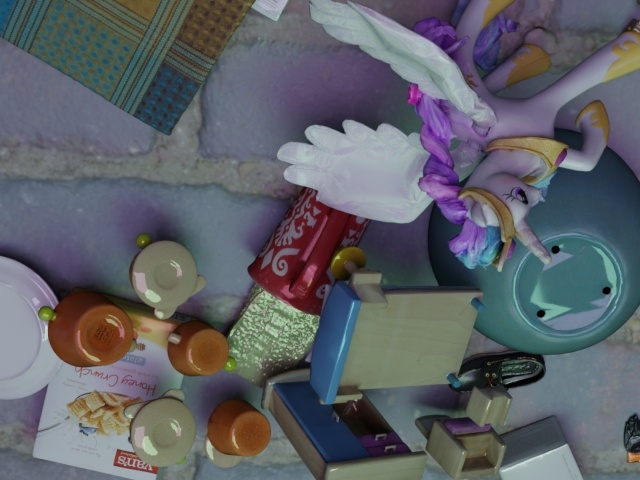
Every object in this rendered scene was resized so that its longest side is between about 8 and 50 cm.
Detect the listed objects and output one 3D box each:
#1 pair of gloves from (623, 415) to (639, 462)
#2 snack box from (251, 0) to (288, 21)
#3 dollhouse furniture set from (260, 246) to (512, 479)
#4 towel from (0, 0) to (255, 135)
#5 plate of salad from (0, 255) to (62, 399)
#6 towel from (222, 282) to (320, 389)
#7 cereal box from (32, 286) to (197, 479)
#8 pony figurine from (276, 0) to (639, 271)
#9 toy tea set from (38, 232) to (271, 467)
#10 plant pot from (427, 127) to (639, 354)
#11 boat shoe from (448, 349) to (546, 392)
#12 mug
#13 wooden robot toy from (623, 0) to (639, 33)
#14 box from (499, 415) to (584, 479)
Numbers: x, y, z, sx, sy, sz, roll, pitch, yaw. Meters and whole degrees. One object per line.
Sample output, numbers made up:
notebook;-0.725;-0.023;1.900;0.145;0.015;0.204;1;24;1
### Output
pair of gloves;0.459;0.271;1.631;0.083;0.010;0.074;-5;109;4
snack box;-0.050;-0.441;1.376;0.187;0.060;0.322;30;106;-9
dollhouse furniture set;0.093;0.126;1.467;0.286;0.198;0.303;-2;119;-28
towel;-0.277;-0.314;1.393;0.370;0.040;0.271;31;125;-11
plate of salad;-0.422;0.112;1.553;0.200;0.048;0.200;3;105;9
towel;-0.066;0.126;1.575;0.110;0.027;0.148;28;104;-10
cereal box;-0.275;0.197;1.585;0.173;0.047;0.240;14;106;-6
pony figurine;0.159;-0.146;1.323;0.351;0.363;0.303;28;144;17
toy tea set;-0.205;0.165;1.514;0.200;0.124;0.336;-34;106;-24
plant pot;0.285;0.023;1.455;0.290;0.195;0.290;0;107;-1
boat shoe;0.235;0.178;1.586;0.133;0.042;0.049;-13;109;5
mug;0.006;0.002;1.480;0.113;0.150;0.169;23;103;-36
wooden robot toy;0.435;-0.297;1.414;0.173;0.079;0.076;-38;104;10
box;0.296;0.312;1.603;0.102;0.087;0.101;-23;106;7
